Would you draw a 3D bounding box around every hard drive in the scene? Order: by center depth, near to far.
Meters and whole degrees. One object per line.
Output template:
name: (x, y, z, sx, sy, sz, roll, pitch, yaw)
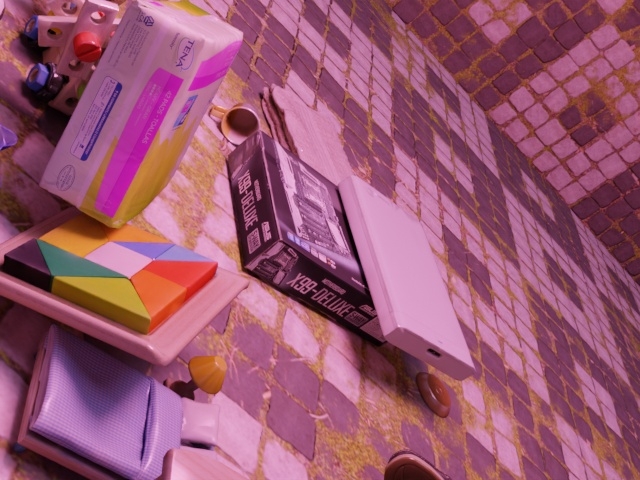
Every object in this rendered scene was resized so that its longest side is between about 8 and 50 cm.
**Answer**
hard drive: (0.132, 0.055, 1.442, 0.203, 0.040, 0.307, 32, 31, -41)

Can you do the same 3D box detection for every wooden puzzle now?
wooden puzzle: (-0.205, 0.029, 0.919, 0.221, 0.044, 0.239, 22, 19, 10)

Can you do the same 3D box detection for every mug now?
mug: (-0.130, -0.199, 1.487, 0.078, 0.062, 0.064, 52, 15, -18)

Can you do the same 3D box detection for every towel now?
towel: (-0.008, -0.154, 1.662, 0.187, 0.049, 0.282, 24, 36, -47)

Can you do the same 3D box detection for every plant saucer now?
plant saucer: (0.188, 0.247, 1.499, 0.083, 0.015, 0.083, 41, 26, -25)

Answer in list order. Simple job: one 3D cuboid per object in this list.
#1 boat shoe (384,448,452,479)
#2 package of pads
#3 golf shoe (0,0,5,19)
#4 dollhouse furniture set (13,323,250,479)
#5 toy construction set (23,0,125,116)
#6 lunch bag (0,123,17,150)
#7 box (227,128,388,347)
boat shoe: (0.157, 0.352, 1.226, 0.223, 0.080, 0.073, 50, 17, -20)
package of pads: (-0.189, -0.148, 1.034, 0.101, 0.229, 0.296, 29, 14, -4)
golf shoe: (-0.428, -0.310, 1.049, 0.198, 0.094, 0.077, 16, 42, -57)
dollhouse furniture set: (-0.165, 0.141, 0.766, 0.286, 0.198, 0.303, 39, 26, -29)
toy construction set: (-0.275, -0.277, 1.130, 0.151, 0.215, 0.327, 38, 28, -30)
lunch bag: (-0.365, -0.116, 0.778, 0.293, 0.138, 0.220, 11, 69, -64)
box: (0.000, 0.000, 1.420, 0.307, 0.077, 0.242, 34, 30, -37)
